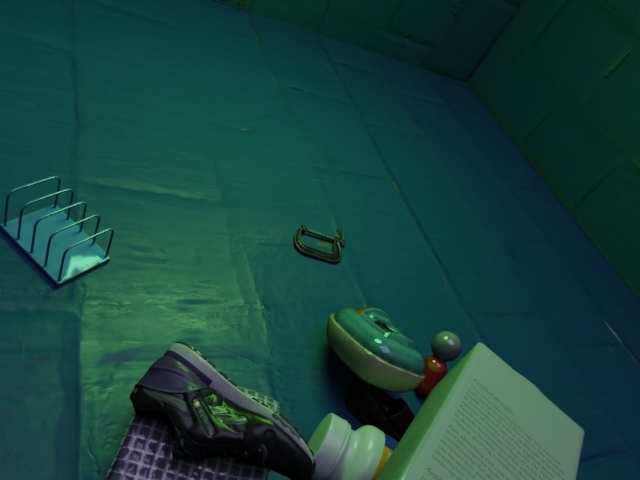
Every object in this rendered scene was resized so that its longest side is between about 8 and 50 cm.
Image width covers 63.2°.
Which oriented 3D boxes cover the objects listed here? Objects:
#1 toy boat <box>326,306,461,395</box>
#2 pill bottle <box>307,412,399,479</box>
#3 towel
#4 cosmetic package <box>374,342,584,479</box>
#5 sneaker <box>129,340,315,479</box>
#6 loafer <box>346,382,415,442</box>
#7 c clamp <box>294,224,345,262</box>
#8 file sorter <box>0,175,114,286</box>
[{"bbox_3d":[0.165,0.226,1.116,0.318,0.148,0.267,26,4,-29],"label":"toy boat"},{"bbox_3d":[0.105,0.420,0.900,0.271,0.152,0.152,33,38,-1],"label":"pill bottle"},{"bbox_3d":[-0.193,0.345,0.796,0.234,0.121,0.284,22,39,-13],"label":"towel"},{"bbox_3d":[0.220,0.373,0.773,0.230,0.162,0.453,42,35,14],"label":"cosmetic package"},{"bbox_3d":[-0.145,0.280,0.748,0.283,0.107,0.124,33,52,10],"label":"sneaker"},{"bbox_3d":[0.155,0.366,1.051,0.220,0.078,0.080,35,38,2],"label":"loafer"},{"bbox_3d":[0.000,0.000,1.384,0.160,0.022,0.137,14,47,-25],"label":"c clamp"},{"bbox_3d":[-0.495,-0.024,0.988,0.170,0.105,0.118,41,38,10],"label":"file sorter"}]
